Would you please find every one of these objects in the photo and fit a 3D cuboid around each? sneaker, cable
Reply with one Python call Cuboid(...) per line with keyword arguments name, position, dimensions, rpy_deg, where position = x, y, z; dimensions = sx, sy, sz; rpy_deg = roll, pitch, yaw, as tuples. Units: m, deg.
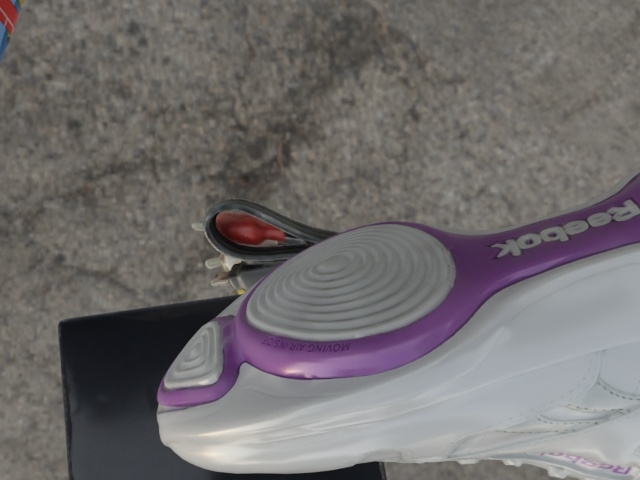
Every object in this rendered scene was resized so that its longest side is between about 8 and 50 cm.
Cuboid(name="sneaker", position=(0.087, 0.059, 0.429), dimensions=(0.305, 0.114, 0.152), rpy_deg=(-14, 119, 10))
Cuboid(name="cable", position=(0.000, 0.000, 1.096), dimensions=(0.287, 0.072, 0.139), rpy_deg=(-8, 121, 19))

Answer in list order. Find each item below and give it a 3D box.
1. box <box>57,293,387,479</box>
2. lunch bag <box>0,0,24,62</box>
Cuboid(name="box", position=(-0.043, 0.177, 0.601), dimensions=(0.165, 0.270, 0.143), rpy_deg=(-8, 158, -5))
Cuboid(name="lunch bag", position=(-0.301, -0.122, 0.511), dimensions=(0.293, 0.221, 0.138), rpy_deg=(-2, 146, 16))
